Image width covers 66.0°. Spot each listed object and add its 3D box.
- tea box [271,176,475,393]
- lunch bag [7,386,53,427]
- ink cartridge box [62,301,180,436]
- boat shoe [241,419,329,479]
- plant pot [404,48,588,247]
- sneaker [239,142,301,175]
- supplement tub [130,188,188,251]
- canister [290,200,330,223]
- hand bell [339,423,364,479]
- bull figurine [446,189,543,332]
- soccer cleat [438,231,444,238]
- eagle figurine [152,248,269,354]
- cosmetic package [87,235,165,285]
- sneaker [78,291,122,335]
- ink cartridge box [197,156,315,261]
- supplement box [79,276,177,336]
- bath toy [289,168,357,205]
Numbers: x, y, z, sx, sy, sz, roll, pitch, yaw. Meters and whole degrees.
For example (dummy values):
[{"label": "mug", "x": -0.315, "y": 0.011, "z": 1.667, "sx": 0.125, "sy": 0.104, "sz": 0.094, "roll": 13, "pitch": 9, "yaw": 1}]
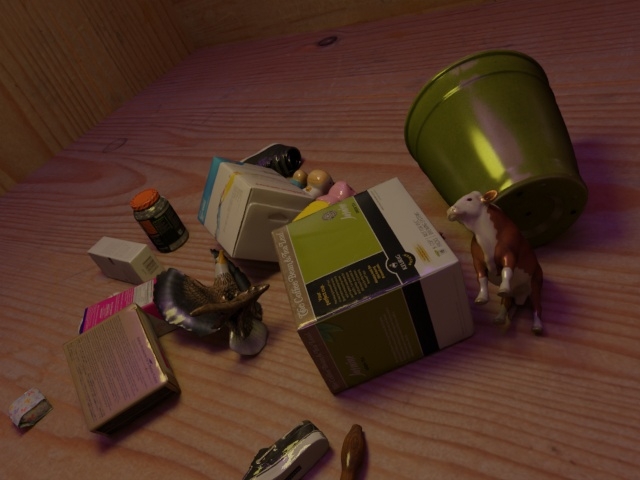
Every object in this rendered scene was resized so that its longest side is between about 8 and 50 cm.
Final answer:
[{"label": "tea box", "x": 0.097, "y": 0.082, "z": 1.051, "sx": 0.323, "sy": 0.220, "sz": 0.329, "roll": -22, "pitch": 37, "yaw": 1}, {"label": "lunch bag", "x": -0.724, "y": 0.419, "z": 1.224, "sx": 0.071, "sy": 0.053, "sz": 0.083, "roll": 17, "pitch": 43, "yaw": 38}, {"label": "ink cartridge box", "x": -0.463, "y": 0.295, "z": 1.144, "sx": 0.193, "sy": 0.088, "sz": 0.235, "roll": -30, "pitch": 59, "yaw": -10}, {"label": "boat shoe", "x": -0.087, "y": 0.411, "z": 0.880, "sx": 0.219, "sy": 0.078, "sz": 0.070, "roll": -32, "pitch": 38, "yaw": -23}, {"label": "plant pot", "x": 0.413, "y": -0.175, "z": 1.129, "sx": 0.366, "sy": 0.367, "sz": 0.353, "roll": -17, "pitch": 50, "yaw": 9}, {"label": "sneaker", "x": -0.184, "y": -0.245, "z": 1.685, "sx": 0.146, "sy": 0.105, "sz": 0.296, "roll": 11, "pitch": 45, "yaw": 43}, {"label": "supplement tub", "x": -0.517, "y": -0.065, "z": 1.578, "sx": 0.116, "sy": 0.191, "sz": 0.117, "roll": -14, "pitch": 38, "yaw": 11}, {"label": "canister", "x": 0.000, "y": 0.000, "z": 1.242, "sx": 0.073, "sy": 0.170, "sz": 0.126, "roll": 18, "pitch": 53, "yaw": 41}, {"label": "hand bell", "x": 0.043, "y": 0.405, "z": 0.810, "sx": 0.126, "sy": 0.126, "sz": 0.242, "roll": -8, "pitch": 29, "yaw": 19}, {"label": "bull figurine", "x": 0.338, "y": 0.043, "z": 0.920, "sx": 0.101, "sy": 0.310, "sz": 0.189, "roll": -14, "pitch": 54, "yaw": 41}, {"label": "soccer cleat", "x": 0.272, "y": 0.007, "z": 1.207, "sx": 0.035, "sy": 0.029, "sz": 0.083, "roll": 1, "pitch": 40, "yaw": 42}, {"label": "eagle figurine", "x": -0.245, "y": 0.129, "z": 1.200, "sx": 0.298, "sy": 0.226, "sz": 0.225, "roll": 2, "pitch": 66, "yaw": 54}, {"label": "cosmetic package", "x": -0.606, "y": 0.065, "z": 1.532, "sx": 0.230, "sy": 0.117, "sz": 0.086, "roll": 6, "pitch": 45, "yaw": 34}, {"label": "sneaker", "x": -0.606, "y": 0.215, "z": 1.395, "sx": 0.074, "sy": 0.063, "sz": 0.170, "roll": 3, "pitch": 40, "yaw": 39}, {"label": "ink cartridge box", "x": -0.185, "y": -0.087, "z": 1.363, "sx": 0.198, "sy": 0.197, "sz": 0.270, "roll": 8, "pitch": 19, "yaw": -36}, {"label": "supplement box", "x": -0.502, "y": 0.207, "z": 1.310, "sx": 0.219, "sy": 0.111, "sz": 0.114, "roll": -23, "pitch": 37, "yaw": 0}, {"label": "bath toy", "x": 0.041, "y": -0.107, "z": 1.395, "sx": 0.128, "sy": 0.152, "sz": 0.348, "roll": -5, "pitch": 23, "yaw": -39}]
